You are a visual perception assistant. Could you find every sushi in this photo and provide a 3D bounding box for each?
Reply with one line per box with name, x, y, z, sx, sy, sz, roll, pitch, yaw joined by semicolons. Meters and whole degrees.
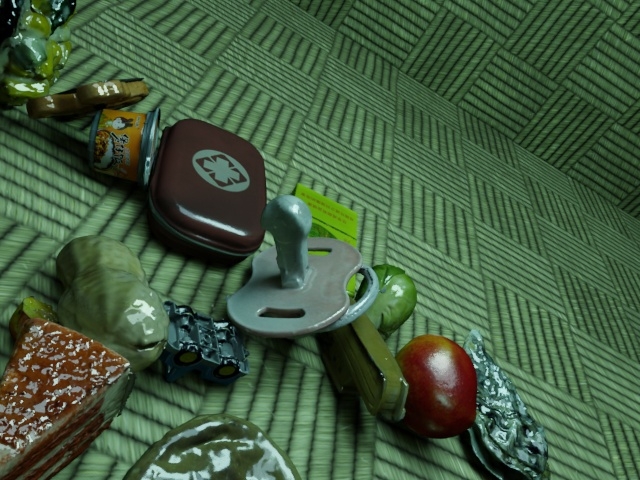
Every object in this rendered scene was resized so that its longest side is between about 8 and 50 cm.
sushi;-0.617;-0.427;1.166;0.285;0.329;0.327;16;79;-35

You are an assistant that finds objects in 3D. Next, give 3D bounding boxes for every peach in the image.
peach;0.223;0.285;1.172;0.192;0.190;0.190;45;34;21
peach;-0.418;0.133;0.899;0.098;0.061;0.098;43;0;0

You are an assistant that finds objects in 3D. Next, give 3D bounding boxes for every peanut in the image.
peanut;-0.329;0.086;0.935;0.149;0.149;0.313;12;22;-32

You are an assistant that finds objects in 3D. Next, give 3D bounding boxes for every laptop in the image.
laptop;-0.497;-0.327;1.320;0.135;0.197;0.016;-33;115;-57

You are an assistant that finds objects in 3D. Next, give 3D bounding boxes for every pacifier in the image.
pacifier;-0.047;0.060;1.156;0.273;0.220;0.332;46;31;-13

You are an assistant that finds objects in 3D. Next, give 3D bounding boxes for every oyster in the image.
oyster;0.365;0.357;1.266;0.162;0.158;0.350;47;23;-61

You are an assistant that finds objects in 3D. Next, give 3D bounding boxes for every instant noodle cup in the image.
instant noodle cup;-0.405;-0.198;1.242;0.126;0.177;0.208;10;21;-14

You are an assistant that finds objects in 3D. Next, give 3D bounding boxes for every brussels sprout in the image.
brussels sprout;0.137;0.130;1.322;0.131;0.145;0.183;41;32;-4

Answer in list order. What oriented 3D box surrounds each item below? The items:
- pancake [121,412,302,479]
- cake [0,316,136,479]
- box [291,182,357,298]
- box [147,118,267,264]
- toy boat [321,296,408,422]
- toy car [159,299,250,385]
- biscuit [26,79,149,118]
pancake;-0.137;0.377;0.859;0.295;0.049;0.294;24;36;-19
cake;-0.384;0.218;0.738;0.160;0.158;0.262;37;34;10
box;0.000;0.000;1.457;0.187;0.047;0.335;27;33;-14
box;-0.240;-0.118;1.330;0.263;0.108;0.403;20;37;-22
toy boat;0.066;0.222;1.175;0.089;0.121;0.321;13;25;-31
toy car;-0.209;0.182;1.005;0.191;0.100;0.097;33;27;-42
biscuit;-0.468;-0.293;1.274;0.334;0.202;0.047;-87;163;-76
